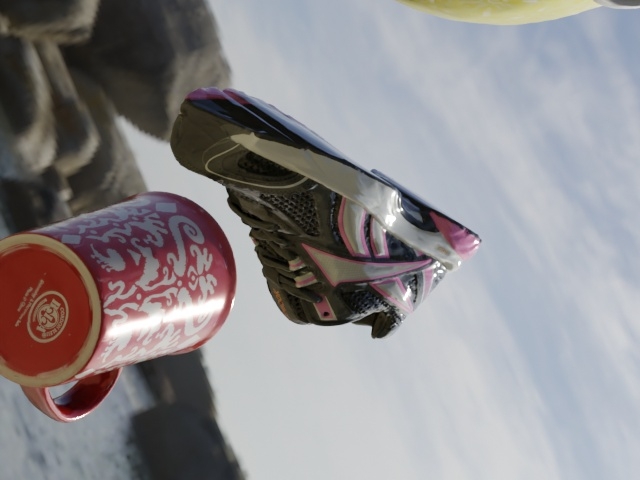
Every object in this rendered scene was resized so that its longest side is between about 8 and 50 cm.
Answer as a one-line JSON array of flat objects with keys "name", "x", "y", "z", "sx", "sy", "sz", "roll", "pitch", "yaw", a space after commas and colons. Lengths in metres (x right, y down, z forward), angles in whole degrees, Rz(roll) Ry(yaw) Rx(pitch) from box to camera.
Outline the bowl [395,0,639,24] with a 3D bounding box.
[{"name": "bowl", "x": 0.131, "y": -0.203, "z": 0.655, "sx": 0.156, "sy": 0.289, "sz": 0.289, "roll": 57, "pitch": -12, "yaw": 33}]

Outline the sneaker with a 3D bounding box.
[{"name": "sneaker", "x": 0.000, "y": 0.000, "z": 0.587, "sx": 0.178, "sy": 0.077, "sz": 0.072, "roll": 28, "pitch": 6, "yaw": -43}]

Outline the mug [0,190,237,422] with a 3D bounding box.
[{"name": "mug", "x": -0.136, "y": 0.049, "z": 0.859, "sx": 0.169, "sy": 0.113, "sz": 0.150, "roll": -17, "pitch": 108, "yaw": -70}]
